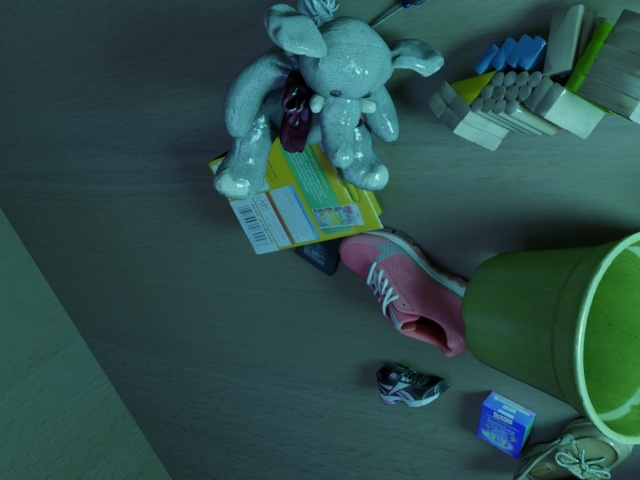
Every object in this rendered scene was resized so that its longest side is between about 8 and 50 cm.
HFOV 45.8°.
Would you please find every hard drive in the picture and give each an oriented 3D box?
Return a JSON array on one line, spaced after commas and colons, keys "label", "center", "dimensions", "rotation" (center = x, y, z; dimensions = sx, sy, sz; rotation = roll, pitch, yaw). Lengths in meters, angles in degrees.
[{"label": "hard drive", "center": [0.000, 0.000, 1.476], "dimensions": [0.094, 0.022, 0.135], "rotation": [35, 142, 17]}]

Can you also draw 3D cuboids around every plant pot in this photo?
[{"label": "plant pot", "center": [0.347, 0.113, 1.061], "dimensions": [0.254, 0.276, 0.276], "rotation": [8, 130, 57]}]

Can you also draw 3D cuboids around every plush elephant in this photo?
[{"label": "plush elephant", "center": [0.013, -0.201, 1.036], "dimensions": [0.255, 0.272, 0.329], "rotation": [-147, 61, -70]}]

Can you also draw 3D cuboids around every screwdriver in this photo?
[{"label": "screwdriver", "center": [0.110, -0.328, 1.071], "dimensions": [0.024, 0.025, 0.170], "rotation": [55, 152, -11]}]

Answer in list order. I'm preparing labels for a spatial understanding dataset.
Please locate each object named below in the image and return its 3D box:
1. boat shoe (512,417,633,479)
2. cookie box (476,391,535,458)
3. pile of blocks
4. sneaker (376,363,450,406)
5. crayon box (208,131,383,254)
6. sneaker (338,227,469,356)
[{"label": "boat shoe", "center": [0.440, 0.399, 1.343], "dimensions": [0.105, 0.089, 0.285], "rotation": [42, 143, 9]}, {"label": "cookie box", "center": [0.349, 0.349, 1.431], "dimensions": [0.092, 0.040, 0.107], "rotation": [26, 139, 27]}, {"label": "pile of blocks", "center": [0.301, -0.194, 0.946], "dimensions": [0.113, 0.148, 0.362], "rotation": [17, 173, -35]}, {"label": "sneaker", "center": [0.174, 0.288, 1.532], "dimensions": [0.178, 0.072, 0.077], "rotation": [-16, 101, 45]}, {"label": "crayon box", "center": [-0.032, -0.099, 1.343], "dimensions": [0.323, 0.083, 0.203], "rotation": [-11, 112, 45]}, {"label": "sneaker", "center": [0.146, 0.087, 1.314], "dimensions": [0.314, 0.136, 0.115], "rotation": [31, 140, 22]}]
